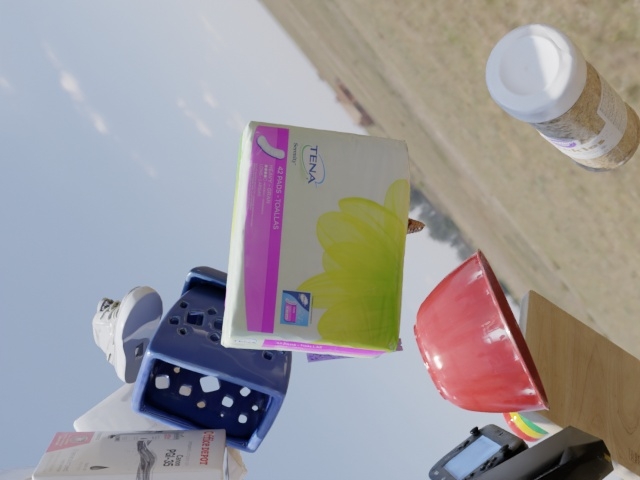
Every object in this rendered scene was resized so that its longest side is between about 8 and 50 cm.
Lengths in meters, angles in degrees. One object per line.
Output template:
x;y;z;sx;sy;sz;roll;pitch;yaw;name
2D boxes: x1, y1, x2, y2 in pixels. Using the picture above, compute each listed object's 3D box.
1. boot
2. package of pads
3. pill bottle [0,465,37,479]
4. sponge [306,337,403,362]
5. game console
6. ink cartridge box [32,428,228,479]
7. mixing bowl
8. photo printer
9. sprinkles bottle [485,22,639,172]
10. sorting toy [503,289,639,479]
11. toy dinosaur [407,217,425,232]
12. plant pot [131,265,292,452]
-0.358;0.143;1.803;0.123;0.095;0.258;43;140;22;boot
0.000;0.000;1.320;0.101;0.229;0.296;134;141;-72;package of pads
-0.570;0.635;1.848;0.229;0.229;0.407;-11;-87;-82;pill bottle
0.073;0.227;2.092;0.210;0.117;0.031;3;-102;-59;sponge
0.170;0.259;1.089;0.044;0.213;0.361;62;176;3;game console
-0.286;0.380;1.578;0.207;0.283;0.117;-120;29;-81;ink cartridge box
0.160;0.110;1.062;0.181;0.098;0.181;60;-167;-24;mixing bowl
-0.314;0.422;2.024;0.307;0.256;0.107;54;178;17;photo printer
0.350;-0.189;1.413;0.121;0.121;0.355;55;-161;27;sprinkles bottle
0.408;0.252;1.665;0.256;0.089;0.257;33;-139;-12;sorting toy
0.084;-0.013;2.085;0.322;0.218;0.164;21;-115;-31;toy dinosaur
-0.166;0.191;1.706;0.236;0.236;0.212;20;-127;-3;plant pot
